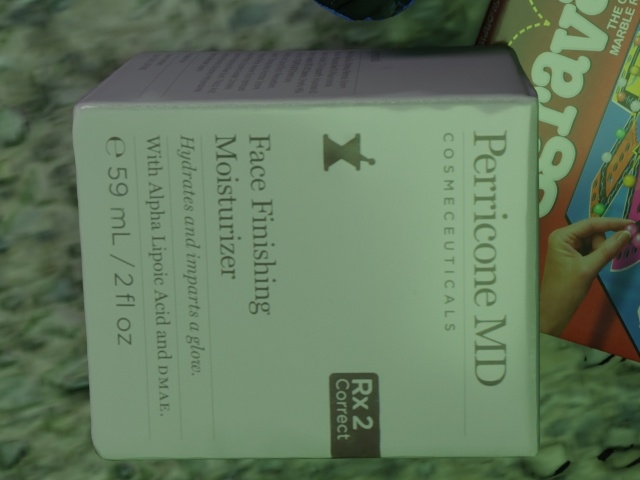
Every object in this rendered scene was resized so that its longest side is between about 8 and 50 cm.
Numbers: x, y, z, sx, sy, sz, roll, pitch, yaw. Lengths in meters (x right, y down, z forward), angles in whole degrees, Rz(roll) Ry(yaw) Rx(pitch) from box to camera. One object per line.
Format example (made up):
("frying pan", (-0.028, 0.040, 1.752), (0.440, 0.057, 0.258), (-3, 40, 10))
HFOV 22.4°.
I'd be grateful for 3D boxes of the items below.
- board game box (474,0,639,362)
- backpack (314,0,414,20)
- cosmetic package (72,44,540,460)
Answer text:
("board game box", (0.148, -0.088, 0.781), (0.145, 0.027, 0.281), (17, 102, -11))
("backpack", (0.029, -0.158, 0.705), (0.098, 0.101, 0.120), (38, 103, -13))
("cosmetic package", (0.000, 0.000, 0.702), (0.183, 0.151, 0.151), (-1, 104, 4))
